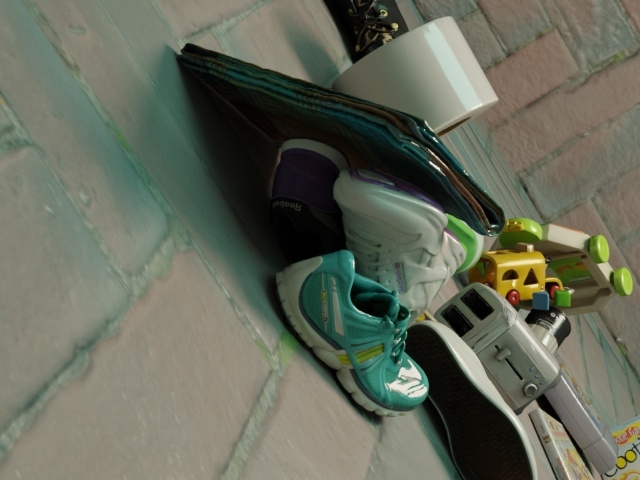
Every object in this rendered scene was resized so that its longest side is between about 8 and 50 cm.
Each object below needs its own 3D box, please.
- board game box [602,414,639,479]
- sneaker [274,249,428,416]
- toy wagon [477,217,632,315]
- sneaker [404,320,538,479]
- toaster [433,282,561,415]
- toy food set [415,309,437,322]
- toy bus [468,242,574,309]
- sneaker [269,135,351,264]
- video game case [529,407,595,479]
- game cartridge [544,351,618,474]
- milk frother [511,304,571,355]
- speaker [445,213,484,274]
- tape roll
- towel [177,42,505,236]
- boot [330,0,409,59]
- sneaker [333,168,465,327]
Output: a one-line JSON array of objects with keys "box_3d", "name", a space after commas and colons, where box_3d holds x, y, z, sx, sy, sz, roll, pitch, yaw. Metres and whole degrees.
[{"box_3d": [0.688, 0.526, 2.494, 0.142, 0.144, 0.275, 47, 21, -38], "name": "board game box"}, {"box_3d": [0.058, 0.111, 1.374, 0.275, 0.110, 0.107, 48, 23, -40], "name": "sneaker"}, {"box_3d": [0.445, 0.044, 2.365, 0.344, 0.267, 0.068, 46, 44, -39], "name": "toy wagon"}, {"box_3d": [0.218, 0.233, 1.651, 0.290, 0.106, 0.123, 61, 19, 8], "name": "sneaker"}, {"box_3d": [0.267, 0.161, 1.857, 0.146, 0.129, 0.227, 52, 3, -20], "name": "toaster"}, {"box_3d": [0.120, 0.047, 1.690, 0.128, 0.071, 0.218, 50, 12, 20], "name": "toy food set"}, {"box_3d": [0.378, 0.059, 2.249, 0.202, 0.191, 0.104, -30, 121, -72], "name": "toy bus"}, {"box_3d": [0.000, 0.000, 1.468, 0.283, 0.107, 0.124, 56, 46, -53], "name": "sneaker"}, {"box_3d": [0.471, 0.430, 2.219, 0.227, 0.026, 0.206, 36, 29, -55], "name": "video game case"}, {"box_3d": [0.496, 0.319, 2.377, 0.297, 0.062, 0.198, 57, 8, 9], "name": "game cartridge"}, {"box_3d": [0.380, 0.206, 2.221, 0.135, 0.129, 0.143, -47, 143, -38], "name": "milk frother"}, {"box_3d": [0.163, -0.032, 1.901, 0.296, 0.131, 0.131, 31, 33, -59], "name": "speaker"}, {"box_3d": [0.165, -0.255, 2.078, 0.169, 0.246, 0.246, 61, 16, 3], "name": "tape roll"}, {"box_3d": [0.025, -0.120, 1.430, 0.370, 0.040, 0.271, 24, -9, 37], "name": "towel"}, {"box_3d": [0.079, -0.478, 2.413, 0.284, 0.138, 0.377, 67, 12, 23], "name": "boot"}, {"box_3d": [0.084, 0.019, 1.401, 0.114, 0.152, 0.305, 27, -9, 31], "name": "sneaker"}]
